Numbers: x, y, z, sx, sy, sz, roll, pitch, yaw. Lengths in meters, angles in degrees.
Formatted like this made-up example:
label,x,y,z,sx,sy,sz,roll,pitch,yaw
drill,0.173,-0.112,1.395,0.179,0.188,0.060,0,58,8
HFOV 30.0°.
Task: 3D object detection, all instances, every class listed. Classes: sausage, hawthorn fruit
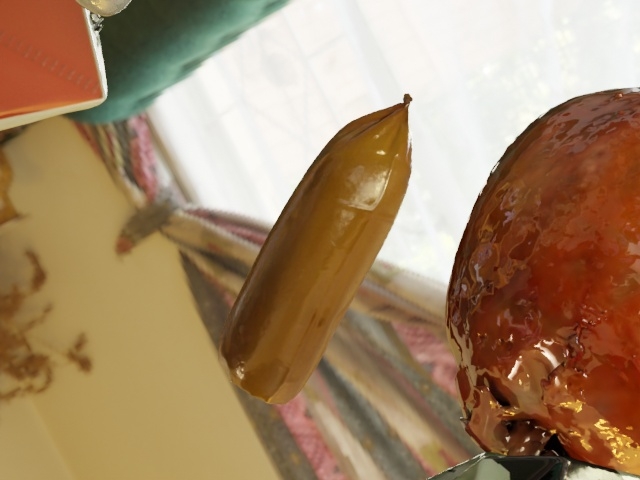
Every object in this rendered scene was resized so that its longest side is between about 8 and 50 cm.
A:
label,x,y,z,sx,sy,sz,roll,pitch,yaw
sausage,0.004,0.002,1.152,0.328,0.112,0.112,-62,178,7
hawthorn fruit,0.193,0.061,0.777,0.307,0.276,0.276,-44,-170,-29

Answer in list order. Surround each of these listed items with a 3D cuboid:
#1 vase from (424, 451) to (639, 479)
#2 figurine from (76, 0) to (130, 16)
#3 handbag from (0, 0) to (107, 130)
label,x,y,z,sx,sy,sz,roll,pitch,yaw
vase,0.198,0.194,0.625,0.360,0.165,0.165,9,159,-35
figurine,-0.142,-0.227,0.362,0.248,0.380,0.203,-13,169,18
handbag,-0.209,-0.203,0.573,0.151,0.298,0.171,-15,-155,-8
